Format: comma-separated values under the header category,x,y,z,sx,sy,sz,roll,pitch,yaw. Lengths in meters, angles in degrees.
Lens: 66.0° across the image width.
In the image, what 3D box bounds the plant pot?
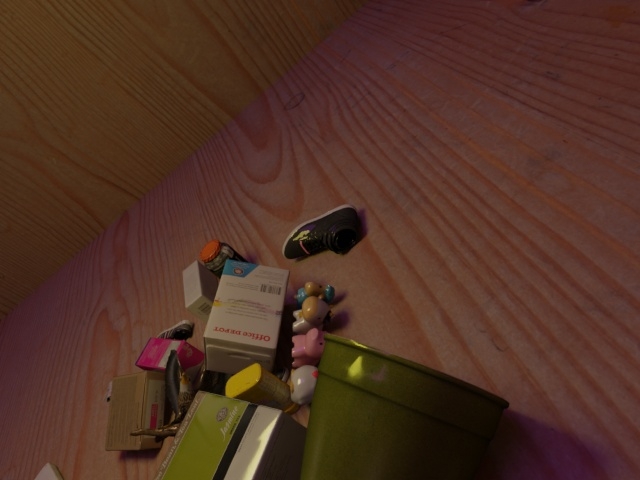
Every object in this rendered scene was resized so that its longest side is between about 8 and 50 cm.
category,x,y,z,sx,sy,sz,roll,pitch,yaw
plant pot,0.117,0.407,0.916,0.366,0.366,0.353,6,70,48

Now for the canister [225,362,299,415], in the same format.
category,x,y,z,sx,sy,sz,roll,pitch,yaw
canister,-0.150,0.403,1.294,0.126,0.170,0.073,-32,37,15

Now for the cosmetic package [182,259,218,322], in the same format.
category,x,y,z,sx,sy,sz,roll,pitch,yaw
cosmetic package,-0.449,0.190,1.861,0.085,0.117,0.231,-38,34,5

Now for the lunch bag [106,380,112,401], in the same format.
category,x,y,z,sx,sy,sz,roll,pitch,yaw
lunch bag,-0.761,0.559,1.844,0.083,0.053,0.071,-26,40,7

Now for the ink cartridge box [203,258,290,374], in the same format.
category,x,y,z,sx,sy,sz,roll,pitch,yaw
ink cartridge box,-0.213,0.232,1.447,0.198,0.197,0.270,11,48,-3

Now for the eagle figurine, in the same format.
category,x,y,z,sx,sy,sz,roll,pitch,yaw
eagle figurine,-0.378,0.454,1.449,0.225,0.226,0.298,-56,11,23

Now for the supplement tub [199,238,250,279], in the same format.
category,x,y,z,sx,sy,sz,roll,pitch,yaw
supplement tub,-0.341,0.087,1.794,0.116,0.190,0.117,-26,39,23

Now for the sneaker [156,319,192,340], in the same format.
category,x,y,z,sx,sy,sz,roll,pitch,yaw
sneaker,-0.547,0.364,1.822,0.170,0.063,0.075,-34,30,5

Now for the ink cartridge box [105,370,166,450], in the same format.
category,x,y,z,sx,sy,sz,roll,pitch,yaw
ink cartridge box,-0.596,0.552,1.593,0.193,0.088,0.235,-16,64,33

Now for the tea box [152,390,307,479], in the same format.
category,x,y,z,sx,sy,sz,roll,pitch,yaw
tea box,-0.199,0.562,1.135,0.323,0.220,0.329,-3,51,42

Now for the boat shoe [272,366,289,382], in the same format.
category,x,y,z,sx,sy,sz,roll,pitch,yaw
boat shoe,-0.145,0.414,1.390,0.142,0.040,0.049,-51,35,-10

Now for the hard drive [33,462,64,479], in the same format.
category,x,y,z,sx,sy,sz,roll,pitch,yaw
hard drive,-0.924,0.926,1.630,0.353,0.047,0.233,8,59,49

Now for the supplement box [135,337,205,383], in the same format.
category,x,y,z,sx,sy,sz,roll,pitch,yaw
supplement box,-0.517,0.413,1.700,0.219,0.111,0.114,-4,50,41

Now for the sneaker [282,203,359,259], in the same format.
category,x,y,z,sx,sy,sz,roll,pitch,yaw
sneaker,0.000,0.000,1.618,0.295,0.105,0.147,-30,32,11

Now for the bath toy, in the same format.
category,x,y,z,sx,sy,sz,roll,pitch,yaw
bath toy,-0.014,0.276,1.340,0.128,0.152,0.348,0,44,-1
